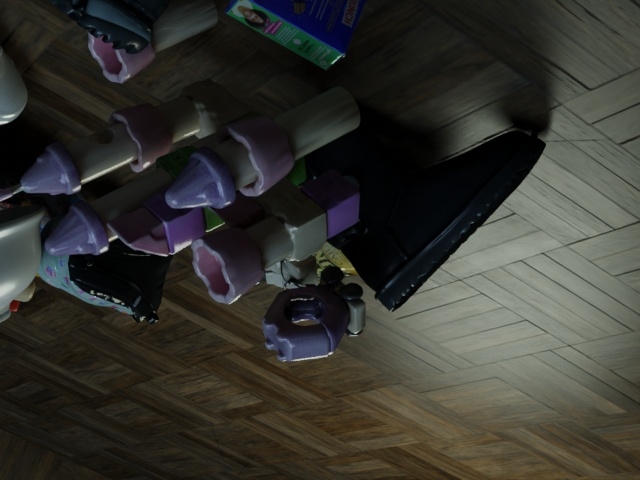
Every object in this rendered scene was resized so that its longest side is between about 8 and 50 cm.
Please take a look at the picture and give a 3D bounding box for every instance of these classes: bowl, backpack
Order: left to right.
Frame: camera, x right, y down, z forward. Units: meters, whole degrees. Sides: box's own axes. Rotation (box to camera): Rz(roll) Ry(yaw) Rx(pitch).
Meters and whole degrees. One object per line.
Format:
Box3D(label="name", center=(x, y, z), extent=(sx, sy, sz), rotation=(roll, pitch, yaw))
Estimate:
Box3D(label="bowl", center=(-0.488, 0.052, 1.533), extent=(0.298, 0.134, 0.298), rotation=(-11, -172, 2))
Box3D(label="backpack", center=(-0.301, 0.030, 1.640), extent=(0.115, 0.151, 0.182), rotation=(1, 168, 40))

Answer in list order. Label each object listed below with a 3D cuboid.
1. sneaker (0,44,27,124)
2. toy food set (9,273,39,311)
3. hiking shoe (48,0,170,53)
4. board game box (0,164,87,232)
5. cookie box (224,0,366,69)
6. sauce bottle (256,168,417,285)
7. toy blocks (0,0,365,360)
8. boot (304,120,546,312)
Box3D(label="sneaker", center=(-0.390, -0.225, 1.277), extent=(0.169, 0.108, 0.292), rotation=(2, 149, 38))
Box3D(label="toy food set", center=(-0.517, 0.044, 1.846), extent=(0.105, 0.111, 0.232), rotation=(16, 179, -35))
Box3D(label="hiking shoe", center=(-0.242, -0.295, 1.052), extent=(0.304, 0.132, 0.113), rotation=(38, 180, 6))
Box3D(label="board game box", center=(-0.413, -0.053, 1.693), extent=(0.194, 0.060, 0.194), rotation=(16, 153, 7))
Box3D(label="cookie box", center=(-0.017, -0.218, 1.051), extent=(0.107, 0.091, 0.040), rotation=(27, 156, -16))
Box3D(label="sauce bottle", center=(0.000, 0.000, 1.453), extent=(0.111, 0.111, 0.344), rotation=(33, 151, -26))
Box3D(label="toy blocks", center=(-0.138, -0.026, 1.132), extent=(0.289, 0.260, 0.308), rotation=(39, 148, 35))
Box3D(label="boot", center=(0.081, -0.076, 1.237), extent=(0.207, 0.246, 0.094), rotation=(46, -164, 9))
